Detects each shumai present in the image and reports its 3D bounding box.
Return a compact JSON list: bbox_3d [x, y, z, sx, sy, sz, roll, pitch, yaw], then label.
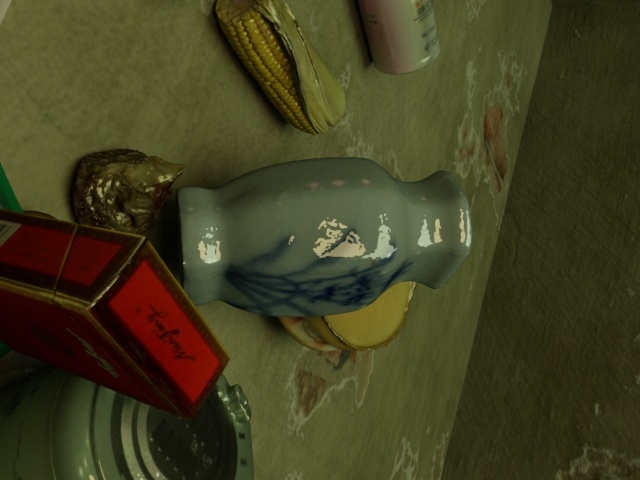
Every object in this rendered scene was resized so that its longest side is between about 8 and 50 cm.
[{"bbox_3d":[-0.244,-0.056,0.797,0.139,0.105,0.123,5,96,-35],"label":"shumai"}]

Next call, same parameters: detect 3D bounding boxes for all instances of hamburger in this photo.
[{"bbox_3d":[0.026,0.055,1.170,0.261,0.186,0.302,-2,88,-43],"label":"hamburger"}]

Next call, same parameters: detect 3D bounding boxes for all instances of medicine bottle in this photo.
[{"bbox_3d":[0.157,-0.496,1.308,0.152,0.152,0.253,-58,143,-35],"label":"medicine bottle"}]

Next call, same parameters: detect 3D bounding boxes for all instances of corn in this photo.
[{"bbox_3d":[-0.055,-0.298,1.022,0.305,0.122,0.123,50,54,-50],"label":"corn"}]

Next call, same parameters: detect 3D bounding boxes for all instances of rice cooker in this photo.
[{"bbox_3d":[-0.242,0.242,0.672,0.316,0.317,0.264,44,30,-54],"label":"rice cooker"}]

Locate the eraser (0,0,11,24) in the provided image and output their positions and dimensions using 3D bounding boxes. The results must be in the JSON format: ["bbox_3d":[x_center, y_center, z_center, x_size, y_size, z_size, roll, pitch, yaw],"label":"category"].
[{"bbox_3d":[-0.336,-0.232,0.616,0.026,0.065,0.105,38,65,-57],"label":"eraser"}]

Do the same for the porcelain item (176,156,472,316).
[{"bbox_3d":[0.000,0.000,0.909,0.242,0.406,0.178,111,-30,-58],"label":"porcelain item"}]

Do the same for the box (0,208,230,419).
[{"bbox_3d":[-0.208,0.052,0.516,0.074,0.240,0.153,-55,140,-35],"label":"box"}]

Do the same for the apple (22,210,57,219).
[{"bbox_3d":[-0.319,0.004,0.683,0.071,0.084,0.084,32,63,-17],"label":"apple"}]

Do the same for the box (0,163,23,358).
[{"bbox_3d":[-0.400,-0.007,0.519,0.264,0.106,0.336,-46,133,-46],"label":"box"}]
